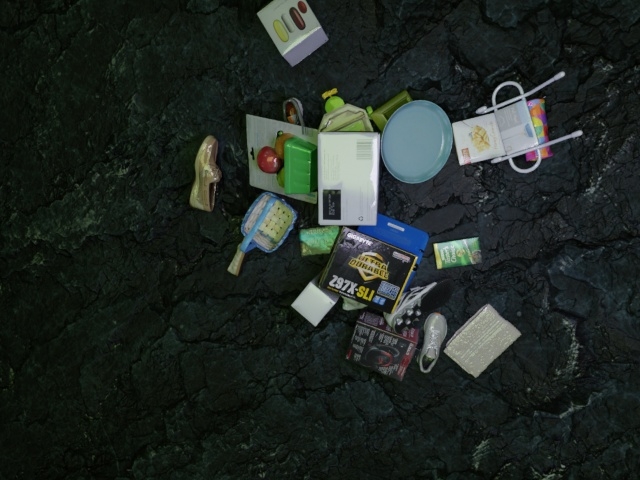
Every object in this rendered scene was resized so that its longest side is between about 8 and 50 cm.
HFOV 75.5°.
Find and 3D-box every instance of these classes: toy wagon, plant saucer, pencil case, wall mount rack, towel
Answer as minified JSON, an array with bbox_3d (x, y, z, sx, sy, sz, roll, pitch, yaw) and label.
[{"bbox_3d":[0.106,-0.464,1.734,0.267,0.068,0.344,-22,92,13],"label":"toy wagon"},{"bbox_3d":[0.328,-0.486,1.658,0.188,0.045,0.188,-36,93,-5],"label":"plant saucer"},{"bbox_3d":[0.817,-0.423,1.571,0.104,0.104,0.236,-8,95,13],"label":"pencil case"},{"bbox_3d":[0.743,-0.426,1.482,0.304,0.130,0.350,-17,91,38],"label":"wall mount rack"},{"bbox_3d":[0.375,-0.387,1.633,0.317,0.044,0.318,-6,109,-18],"label":"plant saucer"},{"bbox_3d":[0.673,0.423,1.735,0.187,0.049,0.282,42,102,3],"label":"towel"}]

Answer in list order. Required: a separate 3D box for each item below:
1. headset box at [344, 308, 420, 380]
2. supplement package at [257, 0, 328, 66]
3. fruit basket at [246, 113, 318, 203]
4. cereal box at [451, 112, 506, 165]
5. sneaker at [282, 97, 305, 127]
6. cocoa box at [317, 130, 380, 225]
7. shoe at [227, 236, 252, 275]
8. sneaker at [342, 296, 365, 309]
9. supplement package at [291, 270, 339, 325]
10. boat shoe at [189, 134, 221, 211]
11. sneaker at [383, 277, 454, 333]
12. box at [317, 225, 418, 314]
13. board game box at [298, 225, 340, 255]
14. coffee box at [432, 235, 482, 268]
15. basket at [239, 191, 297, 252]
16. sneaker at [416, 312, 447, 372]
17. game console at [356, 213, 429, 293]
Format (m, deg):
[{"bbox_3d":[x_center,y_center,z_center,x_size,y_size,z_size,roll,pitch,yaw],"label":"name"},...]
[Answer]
[{"bbox_3d":[0.273,0.452,1.768,0.293,0.110,0.218,18,116,10],"label":"headset box"},{"bbox_3d":[-0.110,-0.871,1.686,0.194,0.149,0.203,-32,89,14],"label":"supplement package"},{"bbox_3d":[-0.158,-0.343,1.740,0.353,0.165,0.327,21,127,28],"label":"fruit basket"},{"bbox_3d":[0.655,-0.406,1.632,0.240,0.047,0.173,-12,94,13],"label":"cereal box"},{"bbox_3d":[-0.106,-0.473,1.757,0.100,0.108,0.272,-16,97,13],"label":"sneaker"},{"bbox_3d":[0.115,-0.250,1.619,0.231,0.228,0.347,2,106,9],"label":"cocoa box"},{"bbox_3d":[-0.369,0.059,1.897,0.058,0.076,0.219,24,103,3],"label":"shoe"},{"bbox_3d":[0.124,0.259,1.759,0.094,0.212,0.080,-33,53,18],"label":"sneaker"},{"bbox_3d":[-0.005,0.238,1.755,0.134,0.244,0.139,40,103,5],"label":"supplement package"},{"bbox_3d":[-0.499,-0.300,1.865,0.110,0.121,0.341,18,111,5],"label":"boat shoe"},{"bbox_3d":[0.404,0.242,1.734,0.330,0.146,0.122,-32,119,-9],"label":"sneaker"},{"bbox_3d":[0.181,0.115,1.624,0.322,0.079,0.257,22,97,-8],"label":"box"},{"bbox_3d":[0.000,0.000,1.835,0.186,0.026,0.126,-6,95,13],"label":"board game box"},{"bbox_3d":[0.566,0.051,1.712,0.184,0.040,0.113,-8,95,13],"label":"coffee box"},{"bbox_3d":[-0.226,-0.070,1.739,0.201,0.289,0.255,35,100,1],"label":"basket"},{"bbox_3d":[0.475,0.437,1.740,0.099,0.121,0.262,11,99,10],"label":"sneaker"},{"bbox_3d":[0.279,0.051,1.782,0.293,0.173,0.250,23,70,8],"label":"game console"}]
